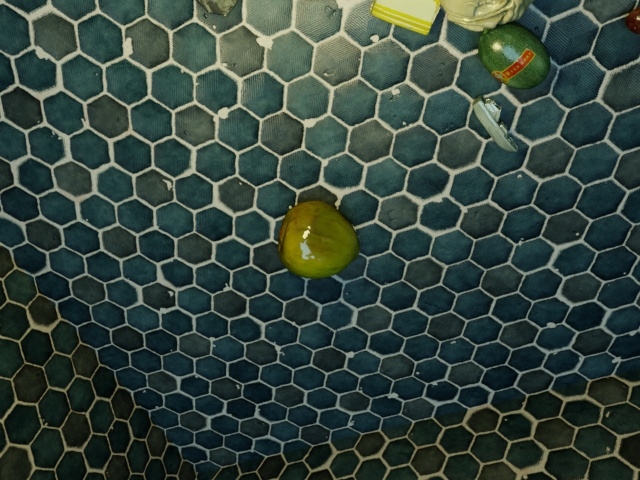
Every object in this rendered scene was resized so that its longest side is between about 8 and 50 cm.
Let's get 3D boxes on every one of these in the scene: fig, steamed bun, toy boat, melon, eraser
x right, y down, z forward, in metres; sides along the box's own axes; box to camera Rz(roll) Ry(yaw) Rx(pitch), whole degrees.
[{"bbox_3d":[-0.005,0.009,2.050,0.343,0.343,0.344,2,121,3],"label":"fig"},{"bbox_3d":[1.074,-0.748,1.653,0.089,0.089,0.125,39,91,-17],"label":"fig"},{"bbox_3d":[0.510,-0.787,1.577,0.289,0.276,0.203,-17,160,-23],"label":"steamed bun"},{"bbox_3d":[0.662,-0.428,1.866,0.085,0.078,0.260,-29,113,36],"label":"toy boat"},{"bbox_3d":[0.644,-0.628,1.690,0.287,0.182,0.182,34,117,-13],"label":"melon"},{"bbox_3d":[0.291,-0.802,1.682,0.225,0.069,0.158,17,118,-5],"label":"eraser"}]

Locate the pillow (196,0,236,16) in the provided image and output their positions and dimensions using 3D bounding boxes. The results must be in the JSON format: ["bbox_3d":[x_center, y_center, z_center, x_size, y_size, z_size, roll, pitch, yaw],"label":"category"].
[{"bbox_3d":[-0.426,-0.896,1.671,0.335,0.093,0.161,32,123,-14],"label":"pillow"}]
